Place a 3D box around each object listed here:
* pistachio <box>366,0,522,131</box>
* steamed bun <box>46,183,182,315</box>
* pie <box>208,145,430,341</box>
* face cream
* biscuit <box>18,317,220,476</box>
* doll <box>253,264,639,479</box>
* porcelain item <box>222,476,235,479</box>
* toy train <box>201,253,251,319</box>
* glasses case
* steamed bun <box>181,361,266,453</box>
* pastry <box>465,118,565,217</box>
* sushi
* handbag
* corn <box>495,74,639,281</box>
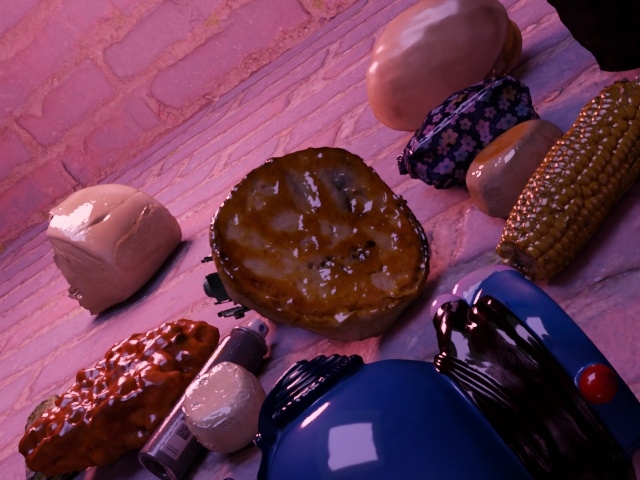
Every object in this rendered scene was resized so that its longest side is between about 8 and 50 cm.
[{"bbox_3d":[0.220,-0.333,1.699,0.309,0.230,0.230,-28,23,20],"label":"pistachio"},{"bbox_3d":[-0.515,-0.006,2.191,0.274,0.272,0.290,-20,32,41],"label":"steamed bun"},{"bbox_3d":[0.000,0.000,1.284,0.315,0.315,0.092,-50,-15,-25],"label":"pie"},{"bbox_3d":[-0.163,0.231,1.363,0.073,0.073,0.283,-15,32,49],"label":"face cream"},{"bbox_3d":[-0.320,0.249,1.512,0.318,0.110,0.312,-28,14,26],"label":"biscuit"},{"bbox_3d":[0.101,0.185,0.740,0.310,0.284,0.240,-39,-10,2],"label":"doll"},{"bbox_3d":[-0.186,0.366,0.953,0.288,0.138,0.186,-29,35,-4],"label":"porcelain item"},{"bbox_3d":[-0.060,0.039,1.465,0.189,0.126,0.307,-25,6,-43],"label":"toy train"},{"bbox_3d":[-0.494,0.370,1.662,0.095,0.062,0.272,-43,20,-8],"label":"glasses case"},{"bbox_3d":[-0.126,0.236,1.259,0.112,0.091,0.130,-33,33,-6],"label":"steamed bun"},{"bbox_3d":[0.275,-0.103,1.277,0.156,0.092,0.156,-35,12,8],"label":"pastry"},{"bbox_3d":[0.462,-0.419,1.311,0.281,0.294,0.299,-20,29,43],"label":"sushi"},{"bbox_3d":[0.223,-0.166,1.432,0.229,0.126,0.208,-39,5,6],"label":"handbag"},{"bbox_3d":[0.328,-0.083,1.122,0.318,0.115,0.115,-47,22,-19],"label":"corn"}]
